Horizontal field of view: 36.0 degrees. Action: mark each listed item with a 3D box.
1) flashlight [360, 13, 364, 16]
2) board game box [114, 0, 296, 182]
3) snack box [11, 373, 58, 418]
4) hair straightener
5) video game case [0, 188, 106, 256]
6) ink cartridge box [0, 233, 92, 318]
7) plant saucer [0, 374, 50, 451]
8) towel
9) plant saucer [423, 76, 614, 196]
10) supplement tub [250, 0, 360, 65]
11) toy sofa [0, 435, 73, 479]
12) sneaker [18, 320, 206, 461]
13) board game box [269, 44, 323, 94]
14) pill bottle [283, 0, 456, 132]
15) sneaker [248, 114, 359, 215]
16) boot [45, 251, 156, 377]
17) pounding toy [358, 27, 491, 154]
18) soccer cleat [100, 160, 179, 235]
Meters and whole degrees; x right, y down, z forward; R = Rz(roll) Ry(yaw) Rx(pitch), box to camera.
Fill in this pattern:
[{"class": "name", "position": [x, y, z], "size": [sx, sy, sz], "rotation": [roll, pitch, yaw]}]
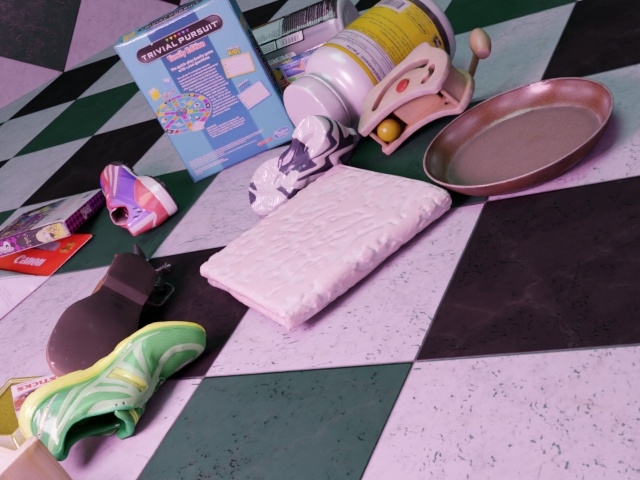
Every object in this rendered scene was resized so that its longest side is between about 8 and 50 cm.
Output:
[{"class": "flashlight", "position": [0.118, -0.520, 2.332], "size": [0.304, 0.103, 0.103], "rotation": [-1, 33, 41]}, {"class": "board game box", "position": [-0.228, -0.320, 2.046], "size": [0.254, 0.336, 0.079], "rotation": [-23, 27, 11]}, {"class": "snack box", "position": [-0.382, 0.224, 1.515], "size": [0.178, 0.022, 0.064], "rotation": [-16, 35, -15]}, {"class": "hair straightener", "position": [-0.313, 0.061, 1.774], "size": [0.089, 0.047, 0.230], "rotation": [-31, 27, -5]}, {"class": "video game case", "position": [-0.608, -0.038, 2.177], "size": [0.210, 0.041, 0.232], "rotation": [-16, 17, 13]}, {"class": "ink cartridge box", "position": [-0.715, 0.073, 2.096], "size": [0.308, 0.091, 0.385], "rotation": [4, 42, 47]}, {"class": "plant saucer", "position": [-0.478, 0.276, 1.556], "size": [0.188, 0.045, 0.188], "rotation": [-9, 33, 34]}, {"class": "towel", "position": [0.000, 0.000, 1.579], "size": [0.332, 0.053, 0.317], "rotation": [-38, 27, -19]}, {"class": "plant saucer", "position": [0.316, -0.158, 1.560], "size": [0.311, 0.050, 0.310], "rotation": [-23, 27, 13]}, {"class": "supplement tub", "position": [-0.058, -0.405, 2.194], "size": [0.316, 0.193, 0.193], "rotation": [-17, 29, 23]}, {"class": "toy sofa", "position": [-0.488, 0.349, 1.320], "size": [0.363, 0.150, 0.177], "rotation": [1, 38, 45]}, {"class": "sneaker", "position": [-0.284, 0.223, 1.429], "size": [0.296, 0.109, 0.123], "rotation": [-31, 60, -24]}, {"class": "board game box", "position": [-0.045, -0.324, 2.102], "size": [0.201, 0.136, 0.035], "rotation": [-16, 30, 23]}, {"class": "pill bottle", "position": [0.094, -0.332, 1.925], "size": [0.334, 0.188, 0.188], "rotation": [-41, 29, -23]}, {"class": "sneaker", "position": [-0.018, -0.131, 1.803], "size": [0.094, 0.153, 0.235], "rotation": [52, 121, 29]}, {"class": "boot", "position": [-0.358, 0.143, 1.580], "size": [0.115, 0.112, 0.305], "rotation": [-51, 7, 30]}, {"class": "pounding toy", "position": [0.211, -0.247, 1.752], "size": [0.269, 0.155, 0.154], "rotation": [-41, 32, 23]}, {"class": "soccer cleat", "position": [-0.414, -0.088, 2.080], "size": [0.116, 0.108, 0.318], "rotation": [-42, 32, -17]}]
